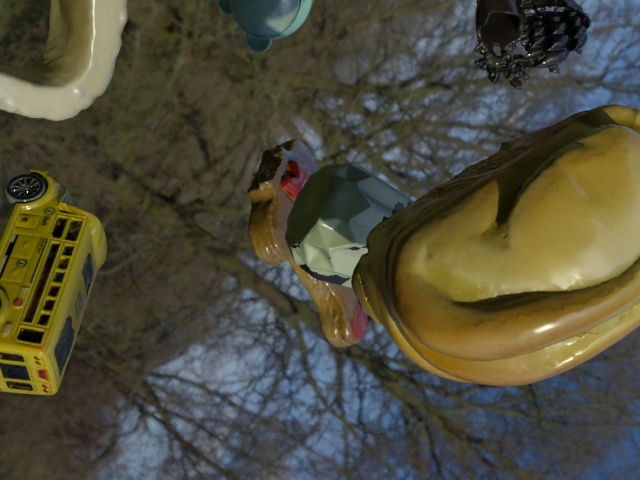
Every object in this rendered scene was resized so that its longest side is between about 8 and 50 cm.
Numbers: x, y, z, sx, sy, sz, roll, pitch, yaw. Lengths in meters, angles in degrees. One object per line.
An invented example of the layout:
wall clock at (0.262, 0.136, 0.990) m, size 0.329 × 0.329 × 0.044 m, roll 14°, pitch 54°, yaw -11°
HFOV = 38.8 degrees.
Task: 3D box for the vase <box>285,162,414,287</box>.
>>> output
vase at (0.133, 0.024, 1.261) m, size 0.165 × 0.360 × 0.165 m, roll -48°, pitch -151°, yaw 37°

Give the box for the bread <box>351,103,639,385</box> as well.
bread at (0.208, 0.018, 0.846) m, size 0.316 × 0.211 × 0.270 m, roll -35°, pitch -174°, yaw -13°

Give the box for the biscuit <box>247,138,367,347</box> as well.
biscuit at (0.000, 0.000, 1.800) m, size 0.076 × 0.394 × 0.368 m, roll -22°, pitch -156°, yaw 24°

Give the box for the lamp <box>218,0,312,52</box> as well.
lamp at (-0.098, -0.579, 2.051) m, size 0.284 × 0.209 × 0.147 m, roll -38°, pitch 171°, yaw 13°

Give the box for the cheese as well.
cheese at (-0.419, -0.325, 1.208) m, size 0.292 × 0.332 × 0.153 m, roll -19°, pitch -153°, yaw -35°

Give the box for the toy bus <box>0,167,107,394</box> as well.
toy bus at (-0.406, 0.054, 1.317) m, size 0.145 × 0.151 × 0.331 m, roll 96°, pitch 1°, yaw -50°

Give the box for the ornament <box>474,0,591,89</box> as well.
ornament at (0.401, -0.410, 1.737) m, size 0.106 × 0.251 × 0.260 m, roll 122°, pitch -36°, yaw -63°
